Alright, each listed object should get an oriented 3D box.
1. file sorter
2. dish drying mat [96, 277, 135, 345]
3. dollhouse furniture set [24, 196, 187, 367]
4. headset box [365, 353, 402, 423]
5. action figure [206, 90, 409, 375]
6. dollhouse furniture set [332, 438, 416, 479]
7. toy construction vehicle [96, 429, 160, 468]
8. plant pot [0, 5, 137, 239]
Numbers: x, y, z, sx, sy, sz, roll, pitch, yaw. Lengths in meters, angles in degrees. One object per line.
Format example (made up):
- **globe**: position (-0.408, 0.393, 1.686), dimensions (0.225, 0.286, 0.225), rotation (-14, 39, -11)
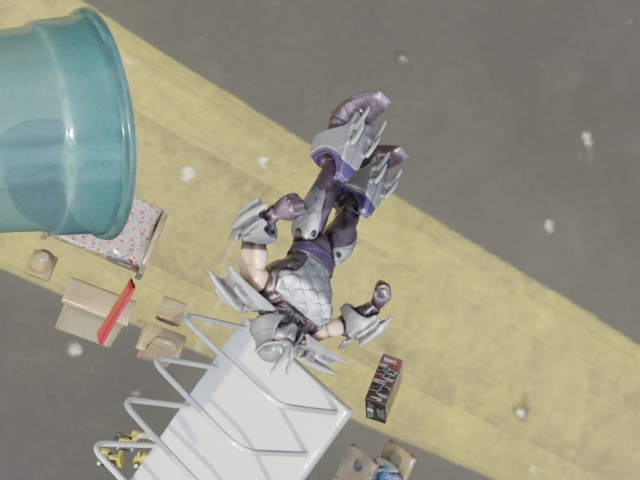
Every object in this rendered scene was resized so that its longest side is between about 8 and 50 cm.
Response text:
- **file sorter**: position (-0.142, 0.252, 1.362), dimensions (0.278, 0.193, 0.173), rotation (-55, 151, 8)
- **dish drying mat**: position (-0.248, 0.087, 1.373), dimensions (0.008, 0.032, 0.083), rotation (28, 102, -23)
- **dollhouse furniture set**: position (-0.329, -0.002, 1.987), dimensions (0.303, 0.174, 0.355), rotation (23, 66, -11)
- **headset box**: position (0.091, 0.204, 1.581), dimensions (0.062, 0.032, 0.083), rotation (85, 26, -55)
- **action figure**: position (0.000, 0.000, 1.049), dimensions (0.185, 0.099, 0.285), rotation (50, 49, -36)
- **dollhouse furniture set**: position (0.128, 0.439, 1.912), dimensions (0.129, 0.183, 0.129), rotation (6, 110, -52)
- **toy construction vehicle**: position (-0.325, 0.356, 1.927), dimensions (0.098, 0.086, 0.035), rotation (10, 110, -1)
- **plant pot**: position (-0.473, -0.149, 1.573), dimensions (0.334, 0.341, 0.341), rotation (-8, 106, -29)
